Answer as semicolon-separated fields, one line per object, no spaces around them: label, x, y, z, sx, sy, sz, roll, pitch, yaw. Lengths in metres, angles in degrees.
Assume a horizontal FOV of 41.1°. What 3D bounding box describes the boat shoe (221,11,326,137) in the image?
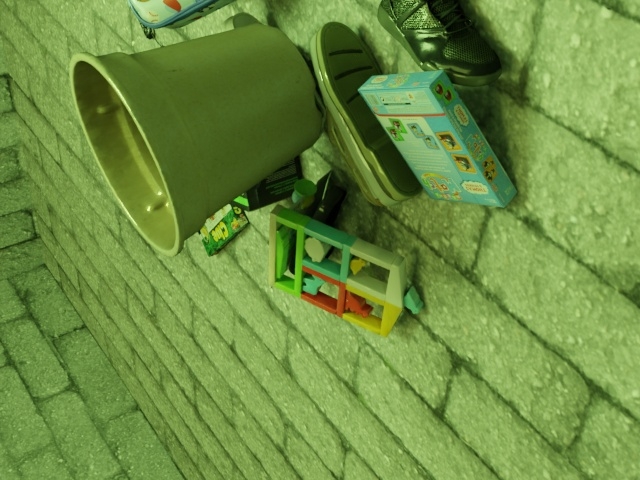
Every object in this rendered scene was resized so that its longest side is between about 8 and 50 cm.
boat shoe;-0.071;-0.305;1.509;0.277;0.098;0.096;54;149;7

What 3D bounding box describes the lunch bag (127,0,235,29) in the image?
lunch bag;-0.242;-0.522;1.414;0.243;0.115;0.303;-21;95;21

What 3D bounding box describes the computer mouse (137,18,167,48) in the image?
computer mouse;-0.387;-0.454;2.003;0.242;0.041;0.071;59;151;18

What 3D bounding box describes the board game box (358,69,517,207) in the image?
board game box;0.162;-0.139;1.188;0.211;0.039;0.160;54;159;-26

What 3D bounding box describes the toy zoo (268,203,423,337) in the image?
toy zoo;0.041;0.064;1.495;0.293;0.030;0.192;24;139;17

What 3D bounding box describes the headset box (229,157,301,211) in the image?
headset box;-0.168;-0.208;1.698;0.246;0.131;0.283;22;128;54

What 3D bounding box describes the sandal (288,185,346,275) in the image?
sandal;0.000;0.000;1.604;0.054;0.097;0.254;34;145;6

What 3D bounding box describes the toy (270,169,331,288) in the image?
toy;-0.055;-0.029;1.615;0.056;0.137;0.237;35;141;12

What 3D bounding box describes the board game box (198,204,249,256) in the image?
board game box;-0.249;-0.057;2.052;0.136;0.030;0.260;63;151;5

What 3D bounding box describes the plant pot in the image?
plant pot;-0.178;-0.189;1.348;0.334;0.305;0.334;46;152;33

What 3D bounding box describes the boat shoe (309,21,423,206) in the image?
boat shoe;0.053;-0.191;1.348;0.103;0.113;0.302;-25;88;56

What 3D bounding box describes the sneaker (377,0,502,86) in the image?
sneaker;0.157;-0.300;1.120;0.227;0.087;0.130;54;156;34
